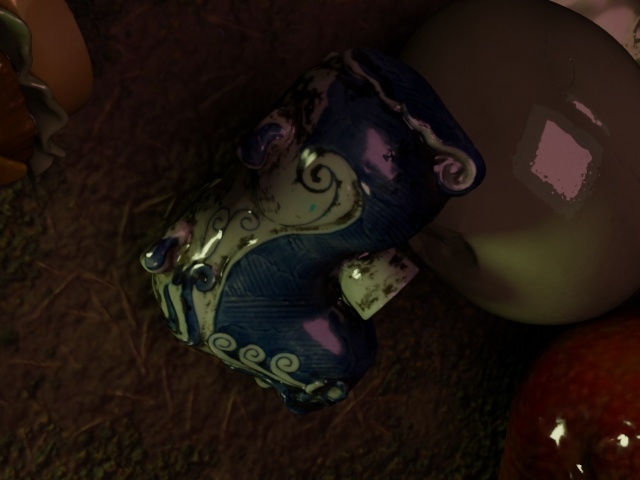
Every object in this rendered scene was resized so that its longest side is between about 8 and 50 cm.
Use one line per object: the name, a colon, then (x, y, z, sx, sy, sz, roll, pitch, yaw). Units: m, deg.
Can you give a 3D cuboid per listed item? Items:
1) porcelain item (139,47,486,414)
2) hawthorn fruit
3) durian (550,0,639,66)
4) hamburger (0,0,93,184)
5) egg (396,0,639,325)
porcelain item: (0.000, 0.000, 1.278, 0.186, 0.288, 0.138, 43, 33, -2)
hawthorn fruit: (0.321, 0.172, 1.466, 0.369, 0.284, 0.285, -20, 105, -32)
durian: (0.234, -0.180, 1.435, 0.169, 0.157, 0.355, -45, 114, 3)
hamburger: (-0.298, -0.107, 1.107, 0.212, 0.274, 0.274, -44, 113, -23)
egg: (0.157, -0.059, 1.371, 0.219, 0.219, 0.269, -45, 111, -15)
